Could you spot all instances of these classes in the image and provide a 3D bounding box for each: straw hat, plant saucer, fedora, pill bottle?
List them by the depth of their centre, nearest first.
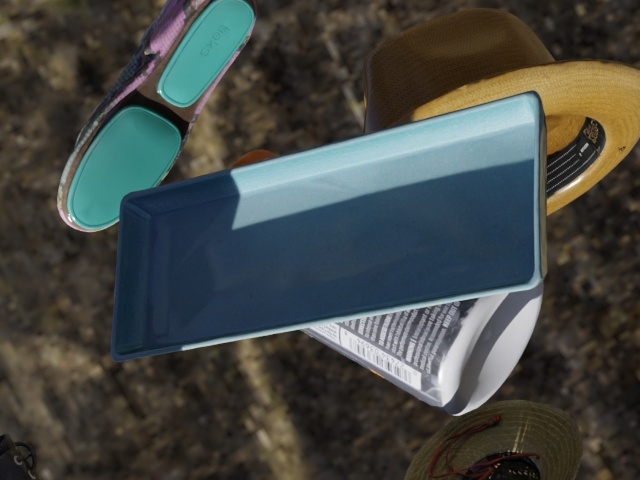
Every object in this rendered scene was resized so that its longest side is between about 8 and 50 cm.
[{"bbox_3d":[0.000,0.000,0.625,0.192,0.018,0.067,-13,68,39],"label":"plant saucer"},{"bbox_3d":[0.072,-0.059,0.879,0.194,0.194,0.079,112,137,-61],"label":"fedora"},{"bbox_3d":[0.129,0.178,1.222,0.144,0.144,0.061,23,151,56],"label":"straw hat"},{"bbox_3d":[0.032,0.019,1.322,0.245,0.130,0.130,29,144,28],"label":"pill bottle"}]

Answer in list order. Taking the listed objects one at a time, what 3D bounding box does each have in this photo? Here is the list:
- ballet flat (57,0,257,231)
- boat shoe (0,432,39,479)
[{"bbox_3d":[-0.130,-0.108,1.343,0.077,0.221,0.079,32,-177,-36],"label":"ballet flat"},{"bbox_3d":[-0.252,0.180,1.336,0.080,0.228,0.076,-178,105,-74],"label":"boat shoe"}]
